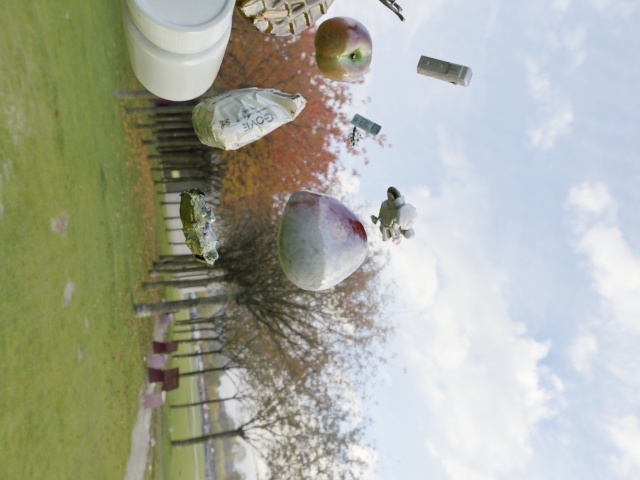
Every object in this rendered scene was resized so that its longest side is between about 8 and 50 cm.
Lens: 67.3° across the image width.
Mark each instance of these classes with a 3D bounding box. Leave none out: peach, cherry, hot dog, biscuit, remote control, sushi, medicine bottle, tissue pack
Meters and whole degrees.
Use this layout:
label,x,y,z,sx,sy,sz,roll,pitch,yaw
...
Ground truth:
label,x,y,z,sx,sy,sz,roll,pitch,yaw
peach,0.087,-0.768,1.930,0.252,0.252,0.253,174,-90,-75
cherry,-0.010,0.009,1.669,0.326,0.335,0.291,-54,-146,-1
hot dog,-0.095,-0.442,0.948,0.037,0.083,0.021,1,-68,38
biscuit,-0.077,-0.650,1.149,0.103,0.332,0.332,51,-31,29
remote control,0.184,-0.464,1.933,0.053,0.124,0.018,-60,177,-11
sushi,-0.434,-0.045,1.768,0.139,0.131,0.291,13,-66,45
medicine bottle,-0.295,-0.442,0.993,0.371,0.211,0.211,173,-89,-71
tissue pack,-0.285,-0.485,1.833,0.390,0.375,0.195,36,-28,59

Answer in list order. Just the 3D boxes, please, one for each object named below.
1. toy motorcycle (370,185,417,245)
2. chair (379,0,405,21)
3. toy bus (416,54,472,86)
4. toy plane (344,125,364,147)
label,x,y,z,sx,sy,sz,roll,pitch,yaw
toy motorcycle,0.271,-0.068,1.694,0.171,0.110,0.260,54,-20,28
chair,0.240,-0.985,1.753,0.186,0.319,0.160,-43,-154,33
toy bus,0.391,-0.536,1.521,0.058,0.172,0.072,-70,164,6
toy plane,0.127,-0.382,1.777,0.031,0.078,0.083,-113,-160,-46
